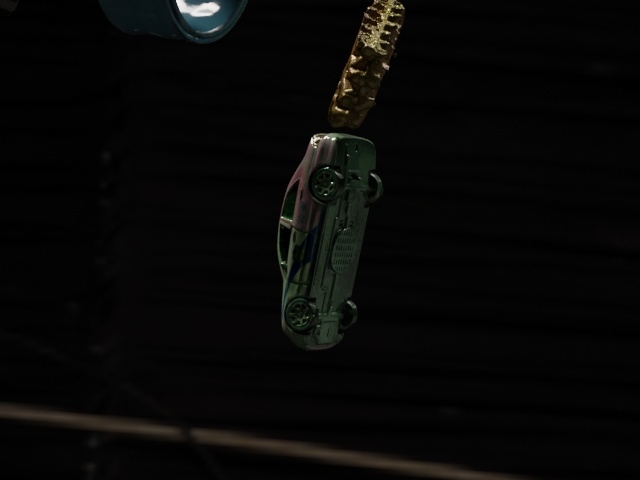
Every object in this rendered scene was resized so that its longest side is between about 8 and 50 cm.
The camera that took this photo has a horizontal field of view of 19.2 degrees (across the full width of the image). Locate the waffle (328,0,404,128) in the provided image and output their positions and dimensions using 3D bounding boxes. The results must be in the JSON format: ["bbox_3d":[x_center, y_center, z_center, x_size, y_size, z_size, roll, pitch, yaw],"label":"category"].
[{"bbox_3d":[0.052,-0.185,1.880,0.192,0.046,0.161,113,180,-82],"label":"waffle"}]

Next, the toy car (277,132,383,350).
[{"bbox_3d":[0.000,0.000,1.946,0.090,0.076,0.224,2,-80,-60],"label":"toy car"}]

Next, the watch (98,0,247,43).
[{"bbox_3d":[-0.149,-0.287,1.845,0.211,0.211,0.193,-102,5,-61],"label":"watch"}]

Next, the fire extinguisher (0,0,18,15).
[{"bbox_3d":[-0.356,-0.255,1.717,0.050,0.177,0.062,-61,32,15],"label":"fire extinguisher"}]
